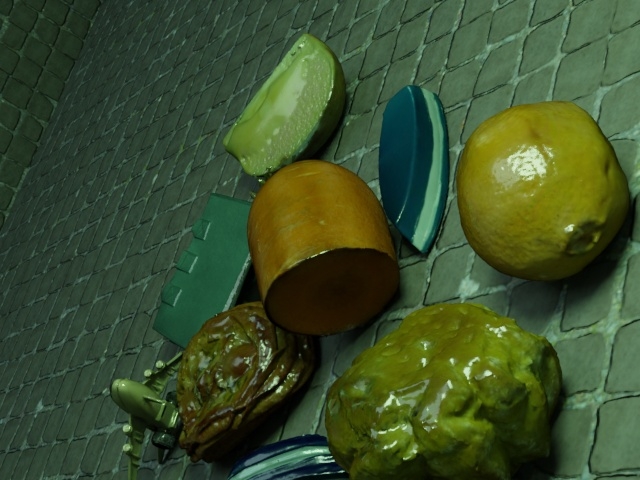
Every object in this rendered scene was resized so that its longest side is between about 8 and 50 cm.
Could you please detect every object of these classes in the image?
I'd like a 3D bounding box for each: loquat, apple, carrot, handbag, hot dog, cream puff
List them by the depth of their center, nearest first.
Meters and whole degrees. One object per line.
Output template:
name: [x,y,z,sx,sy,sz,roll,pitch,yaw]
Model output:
cream puff: [0.128,0.171,1.188,0.244,0.196,0.244,-38,34,32]
loquat: [0.235,-0.057,1.275,0.187,0.176,0.234,-34,35,11]
carrot: [0.000,0.000,1.593,0.193,0.214,0.331,-27,36,5]
hot dog: [-0.129,0.208,1.678,0.272,0.122,0.196,-40,42,30]
handbag: [-0.151,0.063,1.898,0.274,0.100,0.268,8,73,63]
apple: [-0.037,-0.199,1.947,0.265,0.120,0.193,-50,40,22]

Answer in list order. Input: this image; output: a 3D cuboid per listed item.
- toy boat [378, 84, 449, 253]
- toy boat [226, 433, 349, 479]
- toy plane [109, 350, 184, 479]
toy boat: [0.127,-0.101,1.617,0.096,0.062,0.299,-38,33,35]
toy boat: [-0.046,0.366,1.375,0.210,0.070,0.291,-3,59,28]
toy plane: [-0.260,0.262,1.785,0.244,0.092,0.229,77,-150,-65]
